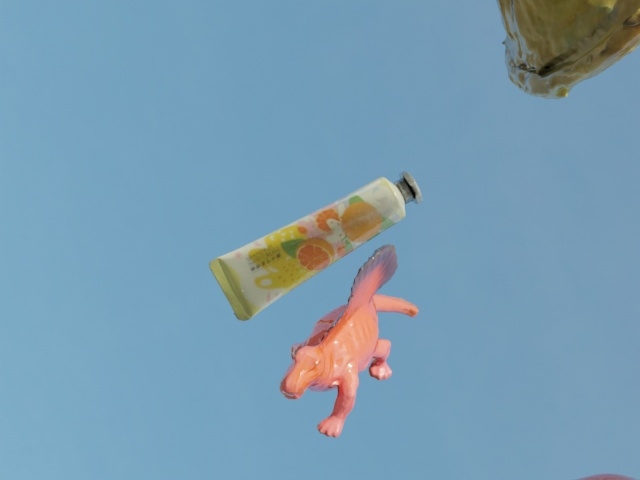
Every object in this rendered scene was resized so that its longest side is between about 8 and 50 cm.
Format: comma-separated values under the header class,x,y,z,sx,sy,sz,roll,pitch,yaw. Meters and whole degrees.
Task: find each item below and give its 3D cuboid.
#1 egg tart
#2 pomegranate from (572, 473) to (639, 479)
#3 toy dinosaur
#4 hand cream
class,x,y,z,sx,sy,sz,roll,pitch,yaw
egg tart,0.258,-0.281,1.567,0.120,0.315,0.315,35,-39,-18
pomegranate,0.246,0.300,1.301,0.257,0.221,0.221,18,-64,53
toy dinosaur,0.037,0.051,1.339,0.070,0.286,0.139,22,-63,16
hand cream,0.000,0.000,0.752,0.035,0.102,0.022,64,-8,-25
